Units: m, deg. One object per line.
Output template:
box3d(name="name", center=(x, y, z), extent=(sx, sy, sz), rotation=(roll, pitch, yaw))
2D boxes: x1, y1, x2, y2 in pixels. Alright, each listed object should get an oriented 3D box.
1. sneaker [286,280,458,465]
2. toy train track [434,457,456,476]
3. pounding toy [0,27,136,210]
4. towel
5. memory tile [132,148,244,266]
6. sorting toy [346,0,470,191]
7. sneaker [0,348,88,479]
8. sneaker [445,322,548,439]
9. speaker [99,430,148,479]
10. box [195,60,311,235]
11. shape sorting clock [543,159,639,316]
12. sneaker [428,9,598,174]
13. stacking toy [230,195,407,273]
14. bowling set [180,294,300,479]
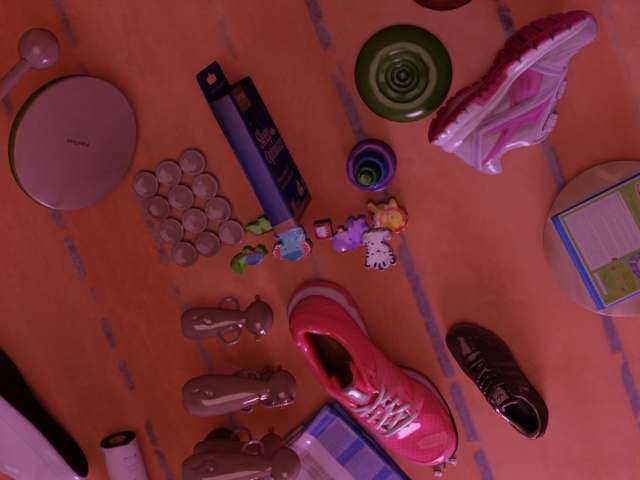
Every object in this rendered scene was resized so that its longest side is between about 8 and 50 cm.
box3d(name="sneaker", center=(0.059, 0.202, 1.770), extent=(0.116, 0.136, 0.314), rotation=(-41, 98, 17))
box3d(name="toy train track", center=(0.168, 0.294, 1.847), extent=(0.048, 0.014, 0.083), rotation=(5, 106, 5))
box3d(name="pounding toy", center=(-0.361, -0.155, 1.725), extent=(0.183, 0.110, 0.237), rotation=(-52, 135, -11))
box3d(name="towel", center=(-0.011, 0.386, 1.868), extent=(0.209, 0.034, 0.285), rotation=(45, 107, 3))
box3d(name="memory tile", center=(-0.180, -0.044, 1.792), extent=(0.113, 0.012, 0.148), rotation=(-25, 102, 14))
box3d(name="sorting toy", center=(0.109, -0.223, 1.645), extent=(0.127, 0.126, 0.366), rotation=(20, 107, 1))
box3d(name="sneaker", center=(-0.463, 0.256, 1.866), extent=(0.123, 0.106, 0.290), rotation=(-33, 101, 12))
box3d(name="sneaker", center=(0.243, 0.190, 1.777), extent=(0.188, 0.071, 0.066), rotation=(45, 107, -7))
box3d(name="speaker", center=(-0.274, 0.348, 1.897), extent=(0.055, 0.055, 0.136), rotation=(-11, 105, 10))
box3d(name="box", center=(-0.083, -0.127, 1.690), extent=(0.036, 0.136, 0.225), rotation=(-26, 102, 14))
box3d(name="shape sorting clock", center=(0.394, -0.002, 1.717), extent=(0.206, 0.040, 0.206), rotation=(2, 103, 8))
box3d(name="sneaker", center=(0.257, -0.183, 1.658), extent=(0.111, 0.103, 0.252), rotation=(42, 108, -16))
box3d(name="stacking toy", center=(0.000, 0.000, 1.702), extent=(0.221, 0.167, 0.052), rotation=(-8, 105, 8))
box3d(name="bowling set", center=(-0.099, 0.234, 1.806), extent=(0.154, 0.200, 0.287), rotation=(-6, 63, 4))
